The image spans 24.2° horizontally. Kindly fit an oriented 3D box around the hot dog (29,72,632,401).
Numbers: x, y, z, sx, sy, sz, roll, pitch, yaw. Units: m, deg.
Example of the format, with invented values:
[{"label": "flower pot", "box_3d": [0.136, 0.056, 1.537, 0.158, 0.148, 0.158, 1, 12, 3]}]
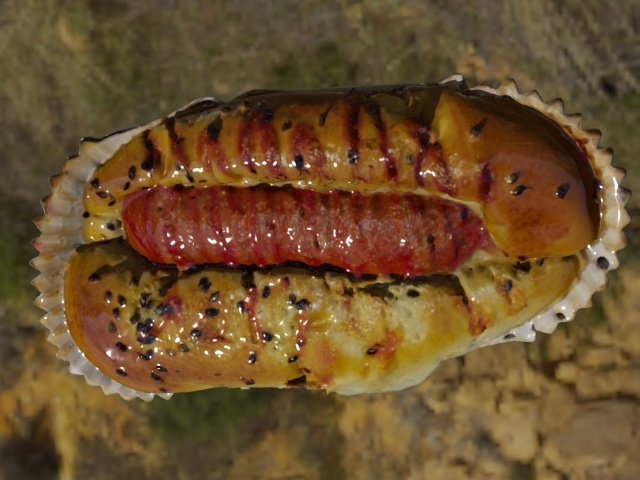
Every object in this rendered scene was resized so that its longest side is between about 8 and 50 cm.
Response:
[{"label": "hot dog", "box_3d": [0.000, 0.000, 0.463, 0.192, 0.099, 0.053, -7, -159, 15]}]
